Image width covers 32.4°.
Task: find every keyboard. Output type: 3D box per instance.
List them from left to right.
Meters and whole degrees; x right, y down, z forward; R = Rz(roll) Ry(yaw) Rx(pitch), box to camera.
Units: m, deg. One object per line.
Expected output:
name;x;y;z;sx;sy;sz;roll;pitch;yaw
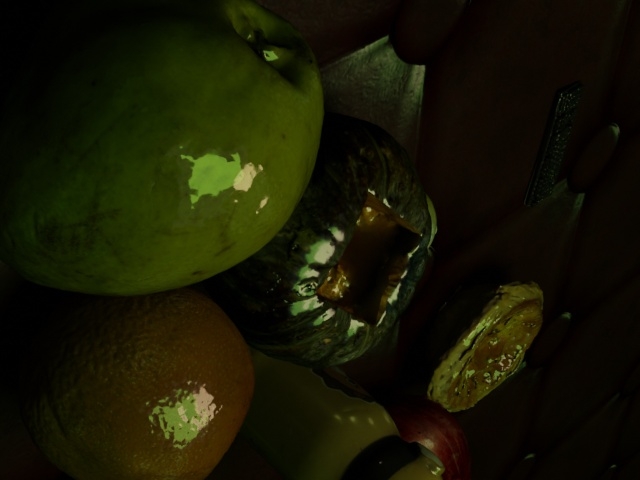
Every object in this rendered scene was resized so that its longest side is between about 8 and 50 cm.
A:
keyboard;0.401;-0.160;1.874;0.072;0.023;0.231;-26;139;-38

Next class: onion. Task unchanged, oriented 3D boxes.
onion;0.121;0.381;1.850;0.276;0.276;0.276;-32;142;-29

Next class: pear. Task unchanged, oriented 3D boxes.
pear;-0.174;-0.080;1.016;0.375;0.287;0.287;-30;151;14

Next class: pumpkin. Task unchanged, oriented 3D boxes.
pumpkin;0.000;0.000;1.333;0.320;0.192;0.320;-19;118;-41

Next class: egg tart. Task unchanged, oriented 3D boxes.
egg tart;0.276;0.177;1.957;0.290;0.115;0.290;-32;145;-27

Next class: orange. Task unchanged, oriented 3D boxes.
orange;-0.206;0.158;1.215;0.264;0.264;0.264;-32;142;-29

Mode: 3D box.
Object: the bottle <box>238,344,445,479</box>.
bottle;0.022;0.279;1.513;0.171;0.351;0.171;-33;144;-29

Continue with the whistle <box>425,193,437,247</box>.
whistle;0.071;-0.034;1.531;0.223;0.123;0.123;11;113;-32
